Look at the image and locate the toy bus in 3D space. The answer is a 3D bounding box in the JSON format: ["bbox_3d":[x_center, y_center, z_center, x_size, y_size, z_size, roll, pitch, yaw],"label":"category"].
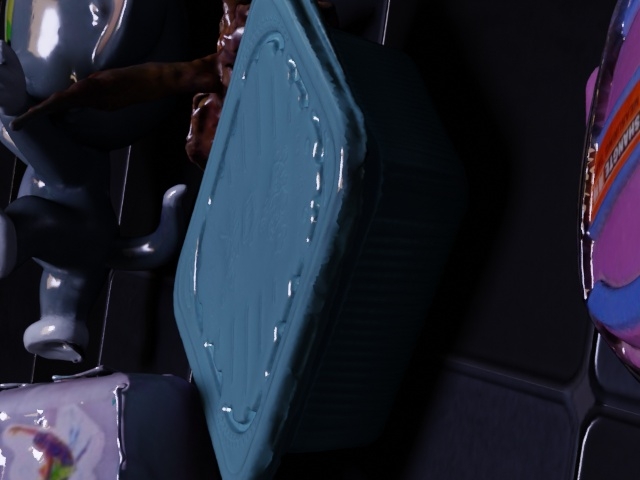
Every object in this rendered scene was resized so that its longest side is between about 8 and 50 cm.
[{"bbox_3d":[-0.084,0.214,0.803,0.138,0.112,0.316,41,-139,-57],"label":"toy bus"}]

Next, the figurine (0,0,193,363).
[{"bbox_3d":[-0.140,-0.066,1.152,0.193,0.140,0.265,63,-161,-81],"label":"figurine"}]

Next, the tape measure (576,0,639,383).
[{"bbox_3d":[0.107,-0.027,0.465,0.118,0.074,0.125,116,161,-57],"label":"tape measure"}]

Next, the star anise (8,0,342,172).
[{"bbox_3d":[-0.069,-0.088,0.935,0.140,0.144,0.158,-103,25,-67],"label":"star anise"}]

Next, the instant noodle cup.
[{"bbox_3d":[0.000,0.000,0.789,0.157,0.070,0.179,-110,33,-54],"label":"instant noodle cup"}]
